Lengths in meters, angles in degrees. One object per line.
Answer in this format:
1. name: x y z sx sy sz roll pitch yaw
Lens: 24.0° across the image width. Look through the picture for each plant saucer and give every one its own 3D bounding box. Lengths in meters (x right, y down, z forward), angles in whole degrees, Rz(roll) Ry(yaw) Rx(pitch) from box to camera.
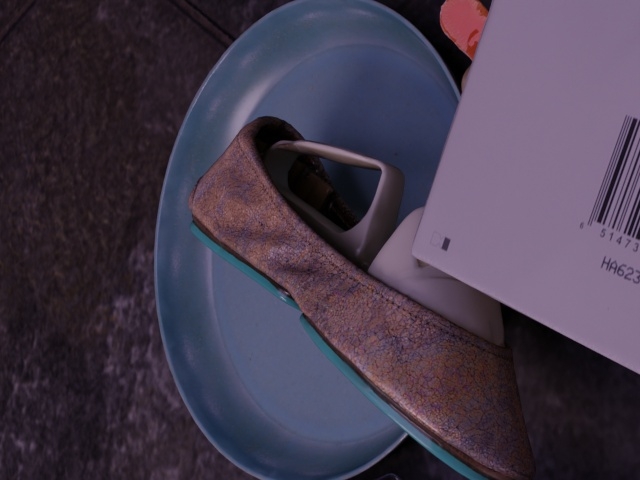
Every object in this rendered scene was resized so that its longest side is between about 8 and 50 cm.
1. plant saucer: 0.000 0.000 0.980 0.317 0.043 0.318 -8 79 47

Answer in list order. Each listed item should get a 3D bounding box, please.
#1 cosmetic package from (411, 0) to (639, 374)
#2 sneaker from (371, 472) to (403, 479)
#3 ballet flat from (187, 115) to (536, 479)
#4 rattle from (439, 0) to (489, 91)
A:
1. cosmetic package: 0.204 -0.008 0.615 0.224 0.224 0.138 28 104 46
2. sneaker: 0.048 0.185 0.857 0.299 0.121 0.112 -11 33 37
3. ballet flat: 0.027 0.014 0.845 0.316 0.107 0.106 39 100 43
4. rattle: 0.141 -0.054 0.839 0.130 0.143 0.199 -44 30 -4
